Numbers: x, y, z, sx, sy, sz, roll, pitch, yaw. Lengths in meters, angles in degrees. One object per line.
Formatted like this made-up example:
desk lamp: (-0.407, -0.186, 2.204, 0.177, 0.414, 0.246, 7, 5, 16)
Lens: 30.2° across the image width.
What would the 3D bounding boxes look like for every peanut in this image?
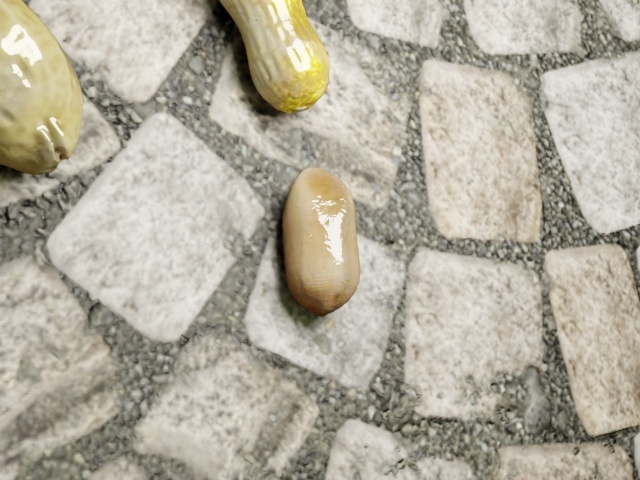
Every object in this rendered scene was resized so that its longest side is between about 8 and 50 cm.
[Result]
peanut: (-0.053, -0.229, 1.207, 0.087, 0.087, 0.206, -20, 90, -32)
peanut: (0.000, 0.000, 1.189, 0.076, 0.076, 0.152, 2, 79, -29)
peanut: (-0.308, -0.185, 1.029, 0.130, 0.130, 0.290, -39, 104, -31)
